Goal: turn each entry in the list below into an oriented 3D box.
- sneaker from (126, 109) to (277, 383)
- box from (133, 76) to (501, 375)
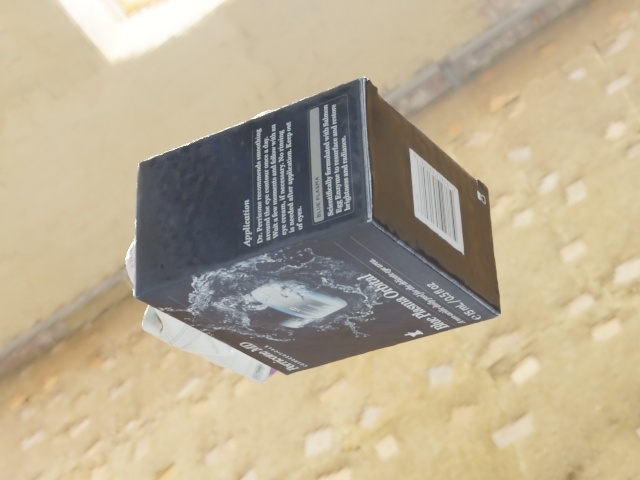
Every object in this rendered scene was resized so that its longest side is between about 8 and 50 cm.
[{"bbox_3d":[-0.081,0.009,1.030,0.305,0.152,0.114,106,1,-50],"label":"sneaker"},{"bbox_3d":[0.000,0.000,0.762,0.158,0.156,0.093,-18,-121,28],"label":"box"}]
